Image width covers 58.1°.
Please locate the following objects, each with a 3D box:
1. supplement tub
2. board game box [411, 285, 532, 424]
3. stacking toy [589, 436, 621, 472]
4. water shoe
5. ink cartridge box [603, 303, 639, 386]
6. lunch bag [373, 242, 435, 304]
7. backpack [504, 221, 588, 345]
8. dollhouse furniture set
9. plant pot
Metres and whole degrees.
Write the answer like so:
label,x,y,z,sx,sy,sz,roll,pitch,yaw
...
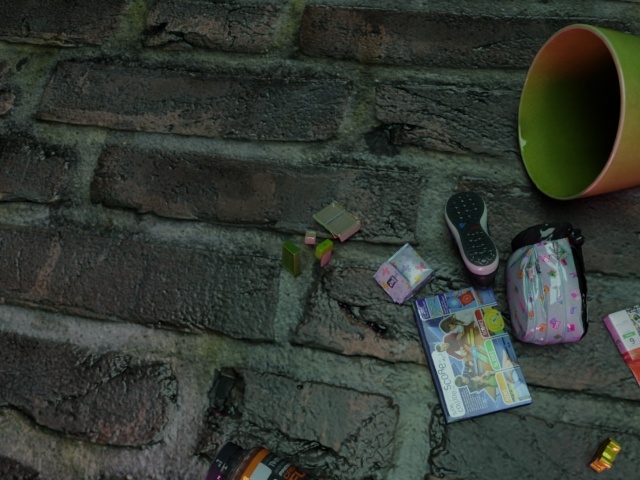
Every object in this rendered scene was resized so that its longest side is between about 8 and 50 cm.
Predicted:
label,x,y,z,sx,sy,sz,roll,pitch,yaw
supplement tub,-0.070,0.376,0.847,0.197,0.106,0.106,24,72,16
board game box,0.238,0.179,0.930,0.136,0.035,0.201,-13,66,1
stacking toy,0.415,0.406,0.783,0.167,0.052,0.221,37,64,21
water shoe,0.255,-0.002,0.989,0.072,0.080,0.203,-6,41,9
ink cartridge box,0.504,0.163,0.905,0.062,0.029,0.115,-18,66,-1
lunch bag,0.142,0.059,0.985,0.083,0.053,0.071,-40,66,0
backpack,0.356,0.073,0.913,0.115,0.152,0.182,-5,79,11
dollhouse furniture set,0.000,0.000,1.044,0.151,0.059,0.076,-36,58,-29
plant pot,0.532,-0.209,0.954,0.293,0.275,0.275,-3,66,-11
